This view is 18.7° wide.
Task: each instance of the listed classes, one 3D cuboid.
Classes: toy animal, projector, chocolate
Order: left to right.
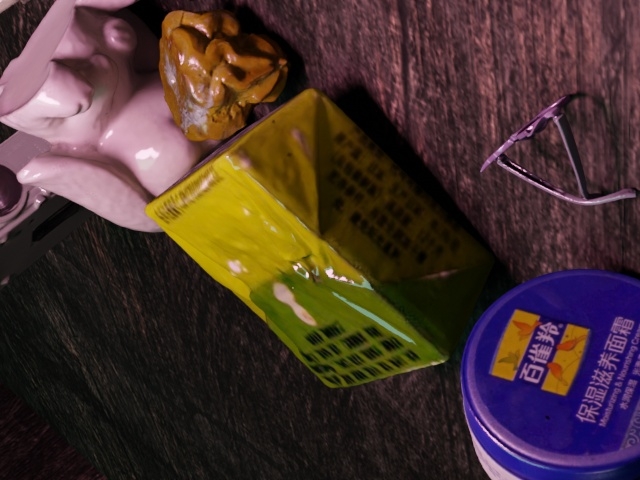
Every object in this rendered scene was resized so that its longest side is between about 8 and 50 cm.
[{"bbox_3d":[-0.346,-0.064,2.407,0.099,0.257,0.192,45,158,13],"label":"projector"},{"bbox_3d":[-0.206,-0.132,2.113,0.265,0.271,0.206,35,137,-25],"label":"toy animal"},{"bbox_3d":[0.000,0.000,1.941,0.289,0.137,0.301,43,159,-9],"label":"chocolate"}]

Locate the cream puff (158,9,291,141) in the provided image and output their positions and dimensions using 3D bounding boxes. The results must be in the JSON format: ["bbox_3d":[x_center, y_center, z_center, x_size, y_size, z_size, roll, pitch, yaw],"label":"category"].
[{"bbox_3d":[-0.096,-0.171,1.951,0.146,0.116,0.146,167,90,-77],"label":"cream puff"}]

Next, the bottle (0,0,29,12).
[{"bbox_3d":[-0.431,-0.389,2.113,0.351,0.229,0.229,52,160,-18],"label":"bottle"}]

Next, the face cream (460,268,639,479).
[{"bbox_3d":[0.226,0.135,1.662,0.206,0.206,0.111,37,156,31],"label":"face cream"}]

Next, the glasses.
[{"bbox_3d":[0.200,-0.055,1.602,0.104,0.062,0.140,50,160,-2],"label":"glasses"}]
